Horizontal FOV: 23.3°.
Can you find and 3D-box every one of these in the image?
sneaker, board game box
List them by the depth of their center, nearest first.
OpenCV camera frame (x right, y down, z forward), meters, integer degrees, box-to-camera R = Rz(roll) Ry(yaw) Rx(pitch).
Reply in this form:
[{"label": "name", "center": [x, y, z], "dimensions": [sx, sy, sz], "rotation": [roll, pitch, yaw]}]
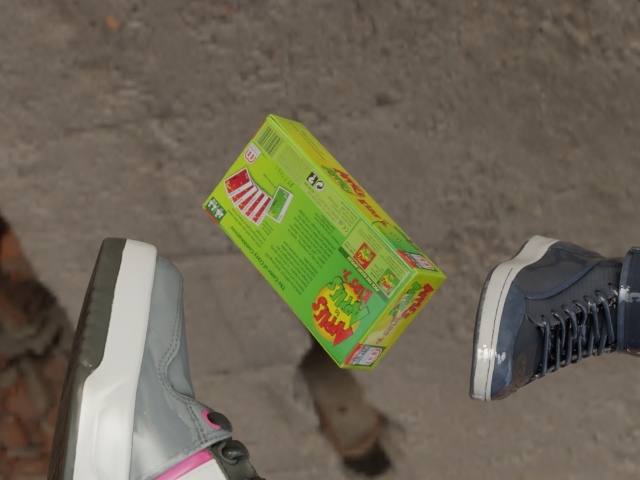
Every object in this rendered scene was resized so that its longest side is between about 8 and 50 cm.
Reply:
[{"label": "sneaker", "center": [-0.022, 0.141, 0.639], "dimensions": [0.178, 0.295, 0.124], "rotation": [6, 154, -14]}, {"label": "sneaker", "center": [0.205, 0.062, 1.127], "dimensions": [0.163, 0.226, 0.086], "rotation": [12, 116, 20]}, {"label": "board game box", "center": [0.000, 0.000, 1.141], "dimensions": [0.043, 0.181, 0.092], "rotation": [10, 122, -54]}]
